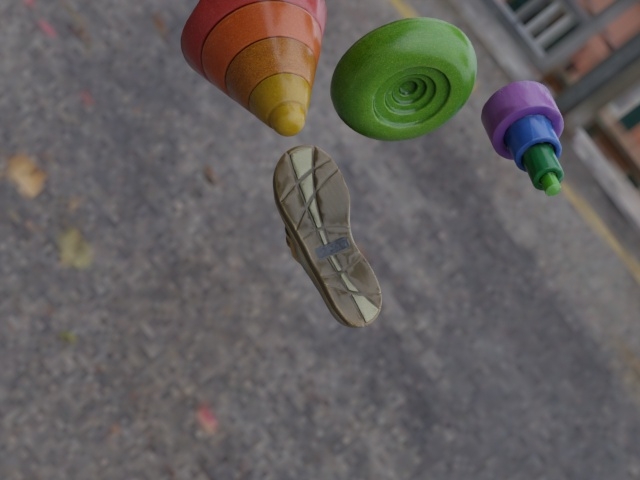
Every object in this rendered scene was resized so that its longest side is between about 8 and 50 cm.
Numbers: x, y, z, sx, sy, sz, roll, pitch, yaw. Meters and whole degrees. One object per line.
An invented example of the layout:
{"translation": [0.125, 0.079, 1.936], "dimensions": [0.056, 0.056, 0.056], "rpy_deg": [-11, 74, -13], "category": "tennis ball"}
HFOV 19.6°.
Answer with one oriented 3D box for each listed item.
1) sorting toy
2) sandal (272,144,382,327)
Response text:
{"translation": [0.063, -0.102, 1.501], "dimensions": [0.365, 0.127, 0.126], "rpy_deg": [14, 39, -32], "category": "sorting toy"}
{"translation": [0.000, 0.000, 1.700], "dimensions": [0.072, 0.049, 0.180], "rpy_deg": [-17, 80, -29], "category": "sandal"}
